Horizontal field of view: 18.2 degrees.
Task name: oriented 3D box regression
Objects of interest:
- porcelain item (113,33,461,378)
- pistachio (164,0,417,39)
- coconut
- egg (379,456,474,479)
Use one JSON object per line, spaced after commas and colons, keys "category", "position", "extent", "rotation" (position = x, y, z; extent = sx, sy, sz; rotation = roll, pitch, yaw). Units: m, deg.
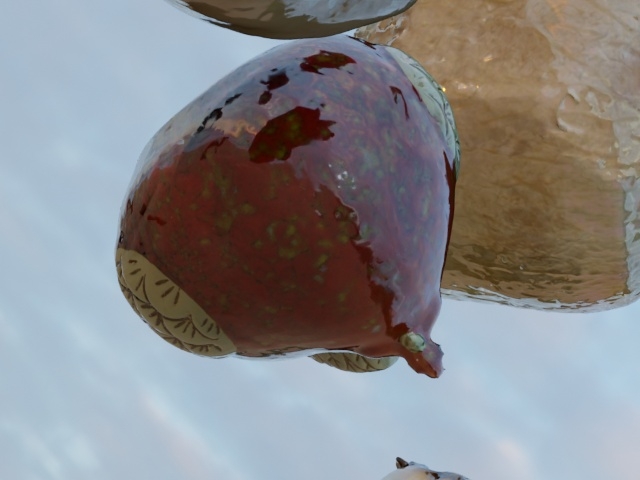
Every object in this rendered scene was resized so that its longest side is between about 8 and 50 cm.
{"category": "porcelain item", "position": [0.000, 0.000, 1.261], "extent": [0.253, 0.253, 0.253], "rotation": [41, -23, 22]}
{"category": "pistachio", "position": [-0.028, -0.171, 1.039], "extent": [0.226, 0.136, 0.136], "rotation": [9, 13, -44]}
{"category": "coconut", "position": [0.209, -0.125, 1.674], "extent": [0.404, 0.404, 0.404], "rotation": [41, -23, 22]}
{"category": "egg", "position": [0.111, 0.336, 1.722], "extent": [0.286, 0.174, 0.264], "rotation": [6, -49, 53]}
